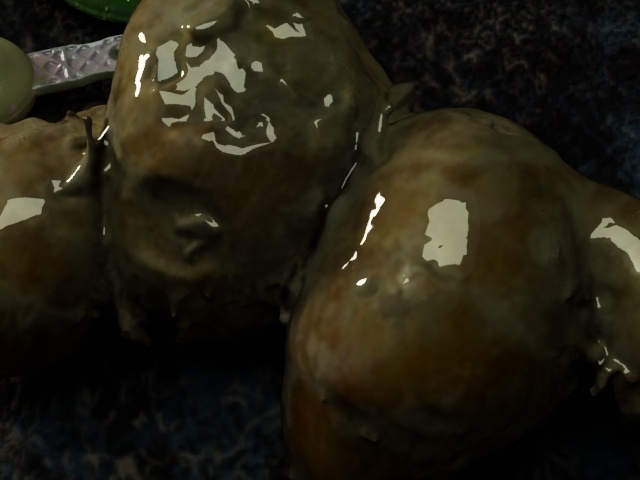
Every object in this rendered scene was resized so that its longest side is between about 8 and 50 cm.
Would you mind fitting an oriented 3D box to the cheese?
[{"bbox_3d":[-0.184,-0.091,0.936,0.192,0.037,0.097,-13,54,-8],"label":"cheese"}]

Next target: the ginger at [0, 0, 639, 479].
[{"bbox_3d":[0.000,0.000,0.785,0.375,0.176,0.256,22,75,16],"label":"ginger"}]

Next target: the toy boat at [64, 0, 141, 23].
[{"bbox_3d":[-0.129,-0.183,0.991,0.210,0.052,0.104,34,59,30],"label":"toy boat"}]
